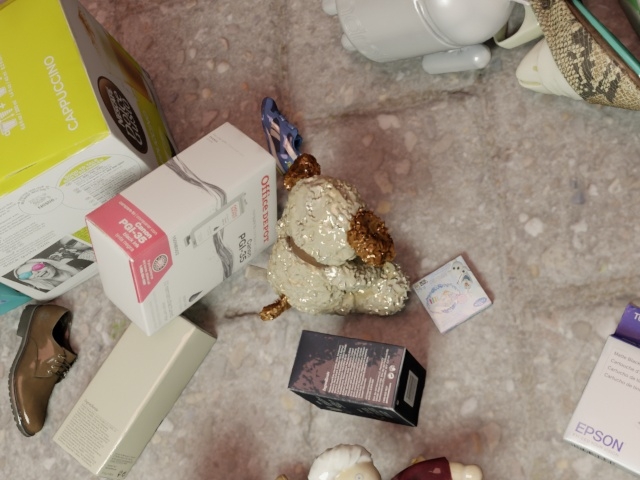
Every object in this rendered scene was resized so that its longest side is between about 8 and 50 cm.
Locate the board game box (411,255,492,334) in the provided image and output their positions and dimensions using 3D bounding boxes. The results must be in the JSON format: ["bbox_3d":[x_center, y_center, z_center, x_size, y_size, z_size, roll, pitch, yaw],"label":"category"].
[{"bbox_3d":[0.201,0.084,1.353,0.090,0.020,0.090,-32,64,4],"label":"board game box"}]

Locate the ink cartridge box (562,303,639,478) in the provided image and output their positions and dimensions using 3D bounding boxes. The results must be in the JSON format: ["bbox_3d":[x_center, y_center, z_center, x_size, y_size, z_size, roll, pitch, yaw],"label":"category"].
[{"bbox_3d":[0.477,0.220,1.200,0.223,0.045,0.224,23,78,24],"label":"ink cartridge box"}]

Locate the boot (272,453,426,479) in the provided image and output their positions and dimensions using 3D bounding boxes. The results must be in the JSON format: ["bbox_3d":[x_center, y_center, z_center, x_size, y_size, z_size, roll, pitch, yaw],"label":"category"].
[{"bbox_3d":[0.068,0.373,1.246,0.203,0.095,0.262,-46,56,-11],"label":"boot"}]

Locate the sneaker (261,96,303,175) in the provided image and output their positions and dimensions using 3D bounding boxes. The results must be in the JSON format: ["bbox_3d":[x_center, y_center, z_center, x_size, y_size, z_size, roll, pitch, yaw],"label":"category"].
[{"bbox_3d":[-0.063,-0.184,1.520,0.059,0.053,0.144,-20,74,11],"label":"sneaker"}]

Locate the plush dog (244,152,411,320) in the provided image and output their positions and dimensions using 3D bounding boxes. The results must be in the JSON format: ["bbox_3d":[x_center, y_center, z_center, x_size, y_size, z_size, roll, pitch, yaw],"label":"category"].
[{"bbox_3d":[0.000,0.000,1.303,0.210,0.225,0.262,-28,56,-35],"label":"plush dog"}]

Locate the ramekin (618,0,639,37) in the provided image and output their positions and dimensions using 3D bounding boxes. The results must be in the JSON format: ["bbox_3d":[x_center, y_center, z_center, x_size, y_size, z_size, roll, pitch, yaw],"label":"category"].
[{"bbox_3d":[0.503,-0.430,1.298,0.148,0.303,0.304,-25,65,16],"label":"ramekin"}]

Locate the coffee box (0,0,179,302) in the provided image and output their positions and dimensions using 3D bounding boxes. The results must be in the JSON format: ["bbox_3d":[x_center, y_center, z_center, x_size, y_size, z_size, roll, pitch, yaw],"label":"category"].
[{"bbox_3d":[-0.455,-0.156,1.476,0.338,0.334,0.338,-28,65,6],"label":"coffee box"}]

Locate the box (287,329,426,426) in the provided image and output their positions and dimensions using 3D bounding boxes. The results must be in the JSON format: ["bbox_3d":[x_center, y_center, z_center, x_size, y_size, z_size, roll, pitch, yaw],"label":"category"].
[{"bbox_3d":[0.057,0.201,1.280,0.158,0.156,0.093,7,72,20],"label":"box"}]

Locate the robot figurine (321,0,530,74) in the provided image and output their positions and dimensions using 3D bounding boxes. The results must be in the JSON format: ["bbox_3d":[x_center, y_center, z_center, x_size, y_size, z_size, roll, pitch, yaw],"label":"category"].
[{"bbox_3d":[0.165,-0.394,1.400,0.353,0.300,0.200,-1,43,48],"label":"robot figurine"}]

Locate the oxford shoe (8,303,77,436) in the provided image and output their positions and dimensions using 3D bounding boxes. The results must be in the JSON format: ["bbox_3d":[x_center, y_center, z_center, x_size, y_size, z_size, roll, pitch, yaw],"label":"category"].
[{"bbox_3d":[-0.462,0.214,1.485,0.096,0.083,0.227,-2,71,12],"label":"oxford shoe"}]

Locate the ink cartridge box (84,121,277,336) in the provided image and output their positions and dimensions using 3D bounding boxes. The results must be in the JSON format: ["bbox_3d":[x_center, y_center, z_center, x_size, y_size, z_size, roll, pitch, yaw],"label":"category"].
[{"bbox_3d":[-0.202,-0.020,1.364,0.117,0.207,0.283,38,60,25],"label":"ink cartridge box"}]

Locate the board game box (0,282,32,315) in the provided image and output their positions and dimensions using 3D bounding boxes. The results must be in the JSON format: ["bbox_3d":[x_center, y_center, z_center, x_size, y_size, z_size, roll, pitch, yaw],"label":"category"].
[{"bbox_3d":[-0.623,-0.011,1.447,0.079,0.336,0.254,-26,80,7],"label":"board game box"}]

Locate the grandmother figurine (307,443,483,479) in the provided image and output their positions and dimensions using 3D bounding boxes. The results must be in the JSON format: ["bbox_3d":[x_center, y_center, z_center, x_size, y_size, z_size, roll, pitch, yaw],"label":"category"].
[{"bbox_3d":[0.139,0.370,1.129,0.342,0.104,0.208,31,66,9],"label":"grandmother figurine"}]

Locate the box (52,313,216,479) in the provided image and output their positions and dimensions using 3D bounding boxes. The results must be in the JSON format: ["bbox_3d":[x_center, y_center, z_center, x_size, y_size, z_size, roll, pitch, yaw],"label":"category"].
[{"bbox_3d":[-0.295,0.236,1.415,0.113,0.094,0.275,32,82,25],"label":"box"}]

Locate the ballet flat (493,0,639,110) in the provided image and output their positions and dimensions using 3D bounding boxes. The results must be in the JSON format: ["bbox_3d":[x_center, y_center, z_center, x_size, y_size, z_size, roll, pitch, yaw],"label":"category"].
[{"bbox_3d":[0.365,-0.349,1.405,0.182,0.164,0.483,-35,56,27],"label":"ballet flat"}]
